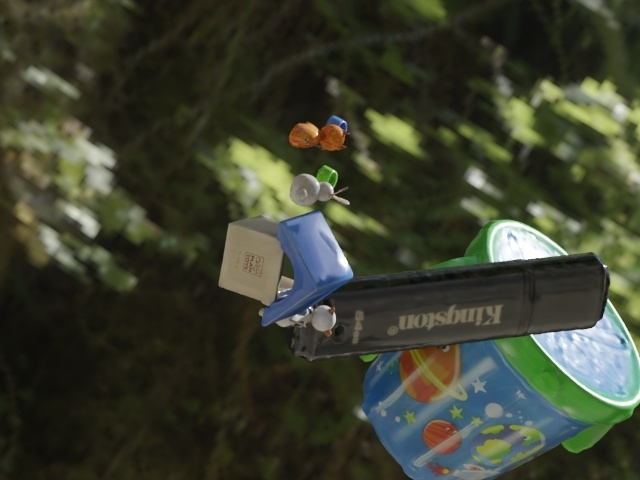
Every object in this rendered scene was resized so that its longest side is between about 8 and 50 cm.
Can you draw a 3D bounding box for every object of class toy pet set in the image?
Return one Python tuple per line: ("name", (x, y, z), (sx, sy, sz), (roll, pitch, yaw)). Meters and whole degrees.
("toy pet set", (0.000, 0.000, 1.140), (0.065, 0.122, 0.114), (17, 17, 26))

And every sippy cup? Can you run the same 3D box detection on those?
("sippy cup", (0.171, 0.136, 2.026), (0.305, 0.224, 0.240), (45, 27, -8))

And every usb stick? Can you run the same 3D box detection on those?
("usb stick", (0.109, 0.054, 1.650), (0.045, 0.278, 0.077), (-114, -155, -45))
